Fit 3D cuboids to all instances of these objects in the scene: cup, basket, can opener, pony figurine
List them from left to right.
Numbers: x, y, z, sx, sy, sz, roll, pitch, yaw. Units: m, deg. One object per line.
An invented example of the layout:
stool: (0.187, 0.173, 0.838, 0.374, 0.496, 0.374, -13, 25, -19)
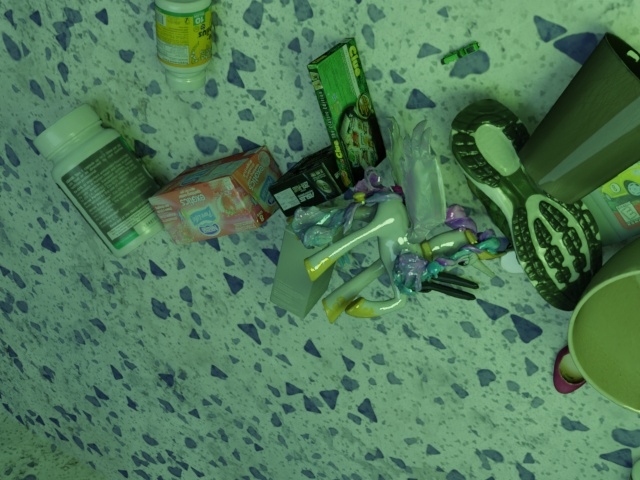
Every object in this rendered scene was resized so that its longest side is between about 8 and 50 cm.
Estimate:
pony figurine: (0.136, -0.034, 1.554, 0.363, 0.303, 0.351, -21, 105, 2)
can opener: (0.256, 0.091, 1.823, 0.186, 0.073, 0.059, 7, 88, 30)
basket: (0.441, -0.177, 1.330, 0.227, 0.154, 0.204, -50, 54, 32)
cup: (0.603, 0.108, 1.410, 0.331, 0.237, 0.331, 14, 131, 16)

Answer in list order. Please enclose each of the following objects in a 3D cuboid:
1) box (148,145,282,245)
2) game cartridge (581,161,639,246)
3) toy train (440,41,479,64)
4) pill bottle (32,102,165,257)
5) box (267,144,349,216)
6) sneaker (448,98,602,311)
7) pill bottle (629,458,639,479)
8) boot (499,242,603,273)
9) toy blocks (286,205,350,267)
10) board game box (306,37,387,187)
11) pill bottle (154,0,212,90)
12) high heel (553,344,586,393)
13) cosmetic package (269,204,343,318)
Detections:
box: (-0.238, -0.101, 1.965, 0.300, 0.154, 0.142, -11, 115, 41)
game cartridge: (0.547, -0.114, 1.433, 0.294, 0.060, 0.196, -29, 99, 46)
toy train: (0.249, -0.335, 1.502, 0.083, 0.024, 0.017, -18, 110, 44)
pill bottle: (-0.545, -0.152, 2.120, 0.204, 0.204, 0.361, -24, 106, 46)
box: (0.002, -0.137, 1.757, 0.180, 0.147, 0.077, -20, 109, 44)
sneaker: (0.369, -0.062, 1.530, 0.410, 0.158, 0.182, 61, 178, 2)
pill bottle: (0.712, 0.561, 1.802, 0.103, 0.103, 0.184, 16, 131, 27)
boot: (0.444, 0.023, 1.603, 0.190, 0.086, 0.069, 1, 111, 21)
toy blocks: (0.000, 0.000, 1.936, 0.123, 0.054, 0.148, -9, 117, 41)
board game box: (0.056, -0.249, 1.636, 0.030, 0.136, 0.259, 7, 126, 40)
pill bottle: (-0.288, -0.428, 1.769, 0.118, 0.117, 0.208, 24, 134, 20)
high heel: (0.521, 0.260, 1.698, 0.082, 0.117, 0.244, 33, 137, 11)
cosmetic package: (-0.028, 0.045, 1.861, 0.107, 0.127, 0.238, 26, 133, 16)
